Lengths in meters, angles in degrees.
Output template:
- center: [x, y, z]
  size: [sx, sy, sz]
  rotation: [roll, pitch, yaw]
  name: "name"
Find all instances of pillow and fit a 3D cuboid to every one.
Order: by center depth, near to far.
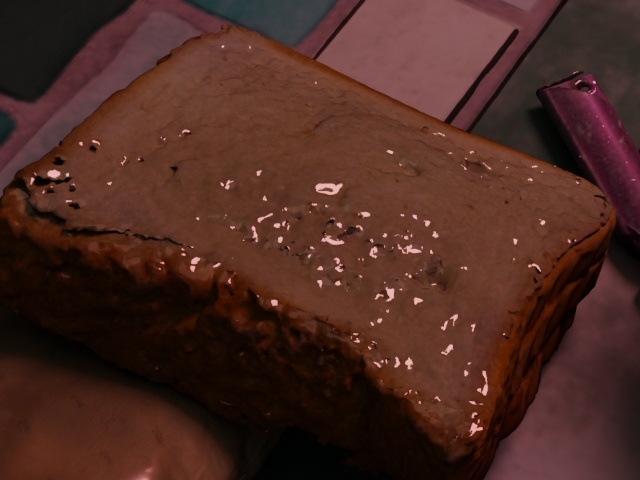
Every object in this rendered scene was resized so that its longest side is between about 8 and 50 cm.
- center: [-0.149, 0.144, 0.776]
  size: [0.184, 0.075, 0.302]
  rotation: [18, 45, 17]
  name: "pillow"

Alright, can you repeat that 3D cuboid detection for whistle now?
- center: [0.163, -0.022, 0.942]
  size: [0.033, 0.033, 0.176]
  rotation: [-16, 56, -12]
  name: "whistle"

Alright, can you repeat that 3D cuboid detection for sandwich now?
- center: [0.000, -0.001, 0.856]
  size: [0.251, 0.087, 0.226]
  rotation: [26, 36, 16]
  name: "sandwich"
